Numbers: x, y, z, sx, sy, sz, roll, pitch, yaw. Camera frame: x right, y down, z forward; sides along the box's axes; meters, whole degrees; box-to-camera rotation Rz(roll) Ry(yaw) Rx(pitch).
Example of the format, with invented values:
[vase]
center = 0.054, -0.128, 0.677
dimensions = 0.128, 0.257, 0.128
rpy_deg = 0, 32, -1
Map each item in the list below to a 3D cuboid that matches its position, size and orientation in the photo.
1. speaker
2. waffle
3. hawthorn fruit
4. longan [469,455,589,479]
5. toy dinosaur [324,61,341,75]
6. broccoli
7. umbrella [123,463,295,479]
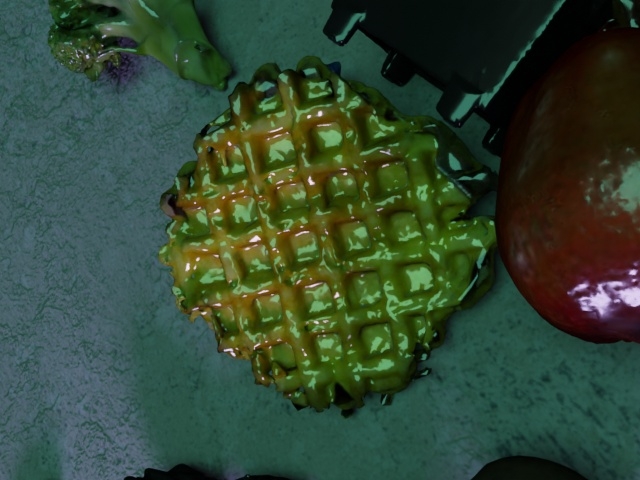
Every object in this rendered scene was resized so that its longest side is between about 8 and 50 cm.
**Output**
[speaker]
center = 0.178, -0.253, 0.782
dimensions = 0.232, 0.184, 0.254
rpy_deg = 42, 105, 26
[waffle]
center = 0.000, 0.000, 0.852
dimensions = 0.382, 0.095, 0.379
rpy_deg = 37, 103, 10
[hawthorn fruit]
center = 0.283, -0.039, 0.644
dimensions = 0.295, 0.295, 0.311
rpy_deg = -34, 42, 19
[longan]
center = 0.211, 0.306, 0.676
dimensions = 0.198, 0.198, 0.212
rpy_deg = -58, 39, 9
[toy dinosaur]
center = -0.035, -0.084, 0.929
dimensions = 0.188, 0.075, 0.247
rpy_deg = -14, 83, 23
[broccoli]
center = -0.289, -0.344, 1.034
dimensions = 0.254, 0.186, 0.302
rpy_deg = -19, 68, 14
[umbrella]
center = -0.092, 0.326, 0.895
dimensions = 0.340, 0.118, 0.118
rpy_deg = -10, 78, 17
